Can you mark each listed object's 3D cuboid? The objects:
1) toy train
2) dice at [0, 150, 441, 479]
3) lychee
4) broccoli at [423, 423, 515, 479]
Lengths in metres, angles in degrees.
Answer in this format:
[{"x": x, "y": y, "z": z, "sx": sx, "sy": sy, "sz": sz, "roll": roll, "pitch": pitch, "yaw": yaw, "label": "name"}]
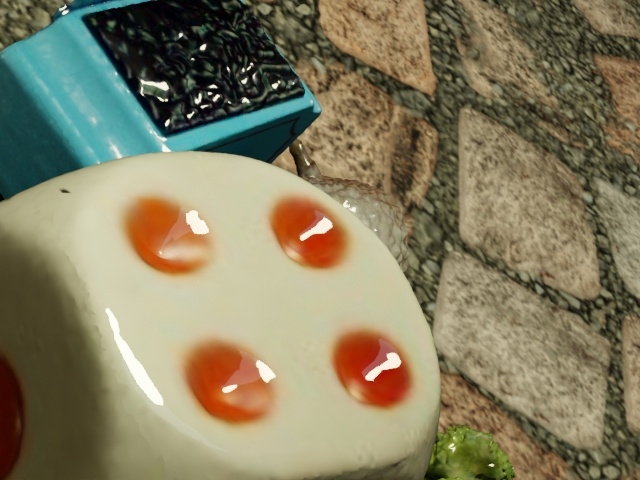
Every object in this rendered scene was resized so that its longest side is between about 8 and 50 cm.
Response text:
[{"x": -0.160, "y": -0.084, "z": 1.477, "sx": 0.188, "sy": 0.265, "sz": 0.300, "roll": 53, "pitch": 36, "yaw": 8, "label": "toy train"}, {"x": -0.121, "y": 0.118, "z": 1.296, "sx": 0.304, "sy": 0.304, "sz": 0.277, "roll": 0, "pitch": 57, "yaw": -43, "label": "dice"}, {"x": 0.000, "y": 0.000, "z": 1.633, "sx": 0.165, "sy": 0.165, "sz": 0.197, "roll": -2, "pitch": 92, "yaw": -45, "label": "lychee"}, {"x": 0.080, "y": 0.231, "z": 1.485, "sx": 0.254, "sy": 0.186, "sz": 0.302, "roll": -5, "pitch": 66, "yaw": -35, "label": "broccoli"}]
